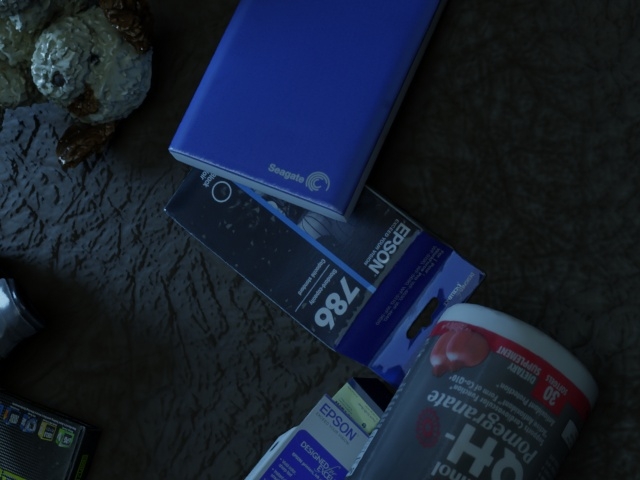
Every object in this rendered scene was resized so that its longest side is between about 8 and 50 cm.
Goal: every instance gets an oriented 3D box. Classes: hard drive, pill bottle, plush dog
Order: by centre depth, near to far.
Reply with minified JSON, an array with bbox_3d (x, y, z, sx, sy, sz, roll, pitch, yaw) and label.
[{"bbox_3d":[0.122,0.235,1.481,0.176,0.176,0.318,25,72,21],"label":"pill bottle"},{"bbox_3d":[-0.003,-0.200,1.656,0.210,0.040,0.319,21,78,17],"label":"hard drive"},{"bbox_3d":[-0.298,-0.217,1.760,0.225,0.210,0.262,29,122,7],"label":"plush dog"}]

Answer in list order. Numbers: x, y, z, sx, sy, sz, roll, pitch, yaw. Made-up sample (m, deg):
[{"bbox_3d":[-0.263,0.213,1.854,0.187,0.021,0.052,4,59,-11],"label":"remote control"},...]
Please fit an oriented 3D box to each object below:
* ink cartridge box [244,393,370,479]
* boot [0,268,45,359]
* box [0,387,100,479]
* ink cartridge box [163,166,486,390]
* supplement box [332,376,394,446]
[{"bbox_3d":[0.007,0.298,1.546,0.206,0.045,0.208,45,68,-9],"label":"ink cartridge box"},{"bbox_3d":[-0.478,0.084,1.813,0.338,0.118,0.223,34,79,31],"label":"boot"},{"bbox_3d":[-0.367,0.272,1.775,0.190,0.045,0.184,19,88,22],"label":"box"},{"bbox_3d":[0.000,0.000,1.664,0.332,0.065,0.165,37,96,19],"label":"ink cartridge box"},{"bbox_3d":[0.037,0.193,1.615,0.083,0.083,0.056,-47,70,11],"label":"supplement box"}]
